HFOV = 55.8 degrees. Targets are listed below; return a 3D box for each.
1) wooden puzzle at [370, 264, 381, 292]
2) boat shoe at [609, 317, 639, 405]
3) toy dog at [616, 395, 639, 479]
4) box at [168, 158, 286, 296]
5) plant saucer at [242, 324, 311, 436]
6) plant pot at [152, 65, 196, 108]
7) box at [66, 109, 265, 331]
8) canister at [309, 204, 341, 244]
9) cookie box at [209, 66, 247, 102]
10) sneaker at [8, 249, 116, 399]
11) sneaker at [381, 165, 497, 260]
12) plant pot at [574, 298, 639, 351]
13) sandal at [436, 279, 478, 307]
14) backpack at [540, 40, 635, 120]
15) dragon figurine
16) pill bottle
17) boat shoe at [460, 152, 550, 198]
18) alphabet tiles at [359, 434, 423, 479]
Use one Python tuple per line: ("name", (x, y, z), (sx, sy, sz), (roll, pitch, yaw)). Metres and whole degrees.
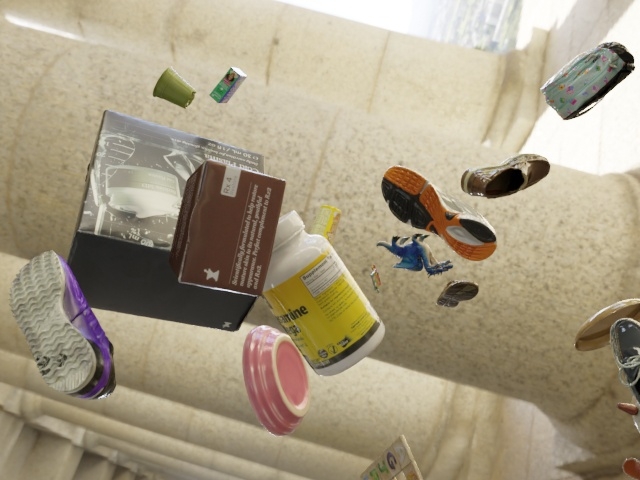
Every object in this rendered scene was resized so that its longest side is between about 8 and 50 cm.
("wooden puzzle", (0.162, 0.114, 1.769), (0.049, 0.006, 0.083), (-42, -62, -60))
("boat shoe", (0.583, 0.244, 1.067), (0.079, 0.095, 0.255), (39, -144, -46))
("toy dog", (0.820, 0.516, 1.481), (0.220, 0.160, 0.334), (95, 175, -55))
("box", (-0.181, -0.023, 1.084), (0.381, 0.143, 0.191), (-172, 94, -75))
("plant saucer", (-0.117, 0.411, 1.813), (0.332, 0.084, 0.333), (-19, -90, -73))
("plant pot", (-0.340, -0.355, 1.430), (0.083, 0.079, 0.083), (-58, 5, 7))
("box", (-0.411, -0.050, 1.659), (0.297, 0.479, 0.472), (124, 150, -41))
("canister", (0.000, 0.000, 1.689), (0.126, 0.073, 0.170), (103, -174, -61))
("cookie box", (-0.277, -0.465, 1.817), (0.107, 0.040, 0.092), (-49, 3, 14))
("sneaker", (-0.426, 0.154, 1.030), (0.102, 0.293, 0.146), (-32, -32, -3))
("sneaker", (0.237, -0.058, 1.215), (0.099, 0.262, 0.121), (-54, -9, 21))
("plant pot", (0.808, 0.230, 1.676), (0.236, 0.236, 0.032), (102, 153, -49))
("sandal", (0.442, 0.165, 1.964), (0.219, 0.089, 0.060), (112, 173, -66))
("backpack", (0.595, -0.357, 1.368), (0.182, 0.115, 0.152), (-40, -8, 0))
("dragon figurine", (0.285, 0.056, 1.957), (0.085, 0.289, 0.144), (8, -101, -52))
("pill bottle", (-0.022, 0.111, 1.311), (0.187, 0.334, 0.188), (-33, 7, 5))
("boat shoe", (0.470, -0.147, 1.470), (0.095, 0.257, 0.095), (35, 138, 58))
("alphabet tiles", (0.135, 0.436, 0.899), (0.198, 0.009, 0.237), (113, 141, -49))
